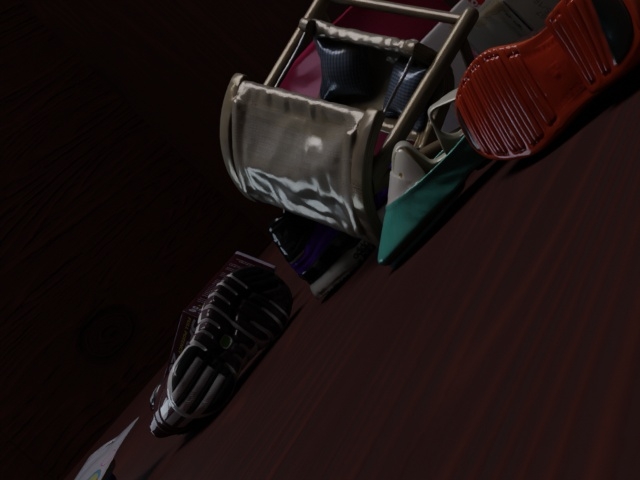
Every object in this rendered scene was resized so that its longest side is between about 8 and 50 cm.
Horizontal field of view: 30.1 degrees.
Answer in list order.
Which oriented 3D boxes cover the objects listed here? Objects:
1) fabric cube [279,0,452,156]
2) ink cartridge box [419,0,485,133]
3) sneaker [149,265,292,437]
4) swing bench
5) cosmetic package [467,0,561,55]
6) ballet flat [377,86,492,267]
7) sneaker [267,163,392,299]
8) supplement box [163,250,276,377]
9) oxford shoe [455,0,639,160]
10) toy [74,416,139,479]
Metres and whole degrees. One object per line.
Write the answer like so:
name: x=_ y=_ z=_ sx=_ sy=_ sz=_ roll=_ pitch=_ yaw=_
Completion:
fabric cube: x=0.088 y=-0.230 z=1.883 sx=0.259 sy=0.254 sz=0.258 roll=-48 pitch=6 yaw=-38
ink cartridge box: x=0.215 y=-0.266 z=1.729 sx=0.231 sy=0.134 sz=0.078 roll=-49 pitch=3 yaw=-25
sneaker: x=-0.150 y=0.154 z=1.575 sx=0.162 sy=0.106 sz=0.281 roll=-47 pitch=3 yaw=41
swing bench: x=0.038 y=-0.150 z=1.387 sx=0.253 sy=0.165 sz=0.255 roll=21 pitch=59 yaw=45
cosmetic package: x=0.277 y=-0.285 z=1.425 sx=0.160 sy=0.113 sz=0.309 roll=-46 pitch=5 yaw=0
ballet flat: x=0.123 y=-0.085 z=1.170 sx=0.247 sy=0.087 sz=0.083 roll=-46 pitch=4 yaw=12
sneaker: x=0.026 y=-0.061 z=1.545 sx=0.102 sy=0.146 sz=0.293 roll=-44 pitch=5 yaw=41
supplement box: x=-0.147 y=0.123 z=1.768 sx=0.239 sy=0.073 sz=0.130 roll=-54 pitch=-16 yaw=-65
oxford shoe: x=0.206 y=-0.140 z=0.978 sx=0.098 sy=0.097 sz=0.271 roll=-26 pitch=-2 yaw=-29
toy: x=-0.301 y=0.348 z=1.531 sx=0.137 sy=0.056 sz=0.237 roll=-39 pitch=12 yaw=38
